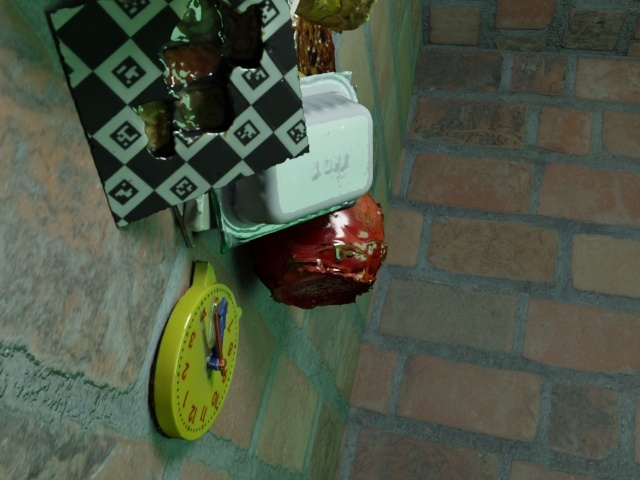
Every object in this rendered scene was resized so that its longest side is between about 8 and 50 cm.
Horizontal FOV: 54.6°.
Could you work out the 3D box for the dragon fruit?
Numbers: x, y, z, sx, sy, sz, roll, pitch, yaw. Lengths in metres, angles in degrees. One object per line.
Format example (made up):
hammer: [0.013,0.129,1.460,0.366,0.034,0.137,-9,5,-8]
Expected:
dragon fruit: [0.000,0.000,1.329,0.296,0.295,0.302,83,19,-45]

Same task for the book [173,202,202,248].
book: [-0.210,-0.091,1.020,0.182,0.014,0.127,83,21,-47]

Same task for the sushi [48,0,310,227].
sushi: [-0.167,-0.192,0.805,0.059,0.293,0.292,50,-26,44]

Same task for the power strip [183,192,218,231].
power strip: [-0.178,-0.061,1.063,0.192,0.035,0.082,-17,113,-75]

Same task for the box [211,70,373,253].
box: [-0.025,-0.134,1.053,0.336,0.106,0.264,-21,120,-36]

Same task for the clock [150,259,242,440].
clock: [-0.200,0.209,1.102,0.277,0.071,0.294,66,35,-65]

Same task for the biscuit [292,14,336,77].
biscuit: [-0.037,-0.388,1.416,0.289,0.081,0.334,-55,146,-60]

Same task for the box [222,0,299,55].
box: [-0.137,-0.362,0.902,0.221,0.091,0.274,48,49,-47]

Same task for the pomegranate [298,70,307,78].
pomegranate: [-0.077,-0.230,1.170,0.196,0.196,0.196,8,90,-76]

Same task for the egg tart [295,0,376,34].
egg tart: [-0.022,-0.490,1.077,0.123,0.294,0.294,-30,137,-26]
